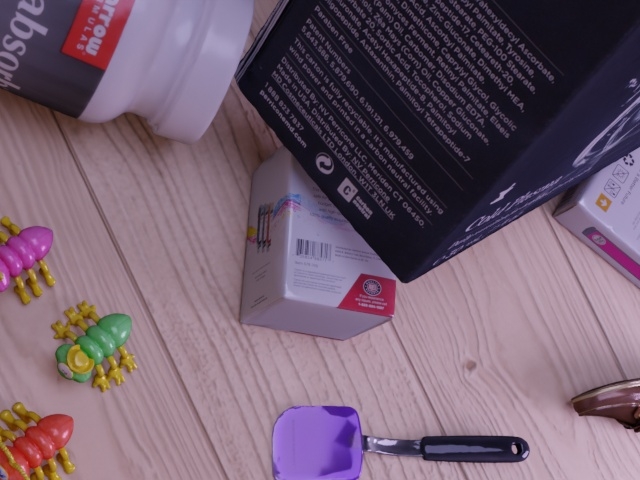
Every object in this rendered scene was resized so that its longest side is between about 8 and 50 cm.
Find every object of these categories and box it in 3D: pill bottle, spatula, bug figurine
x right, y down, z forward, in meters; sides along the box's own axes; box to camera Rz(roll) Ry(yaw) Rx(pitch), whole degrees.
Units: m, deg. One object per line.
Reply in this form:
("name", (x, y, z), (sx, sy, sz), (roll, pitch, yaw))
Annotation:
("pill bottle", (-0.263, -0.241, 1.408), (0.363, 0.210, 0.210), (21, 68, -16))
("spatula", (0.092, 0.221, 1.530), (0.296, 0.030, 0.084), (4, 71, -22))
("bug figurine", (-0.303, 0.097, 1.373), (0.279, 0.072, 0.216), (49, 63, -4))

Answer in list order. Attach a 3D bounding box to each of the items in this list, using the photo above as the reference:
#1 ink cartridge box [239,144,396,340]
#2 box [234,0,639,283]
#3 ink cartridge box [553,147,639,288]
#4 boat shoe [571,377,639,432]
("ink cartridge box", (0.000, 0.000, 1.498), (0.128, 0.127, 0.176), (11, 71, -21))
("box", (0.247, -0.267, 1.404), (0.480, 0.472, 0.297), (-28, 72, -42))
("ink cartridge box", (0.469, 0.011, 1.734), (0.371, 0.069, 0.176), (38, 63, -7))
("boat shoe", (0.371, 0.190, 1.640), (0.178, 0.064, 0.060), (-1, 74, -26))
